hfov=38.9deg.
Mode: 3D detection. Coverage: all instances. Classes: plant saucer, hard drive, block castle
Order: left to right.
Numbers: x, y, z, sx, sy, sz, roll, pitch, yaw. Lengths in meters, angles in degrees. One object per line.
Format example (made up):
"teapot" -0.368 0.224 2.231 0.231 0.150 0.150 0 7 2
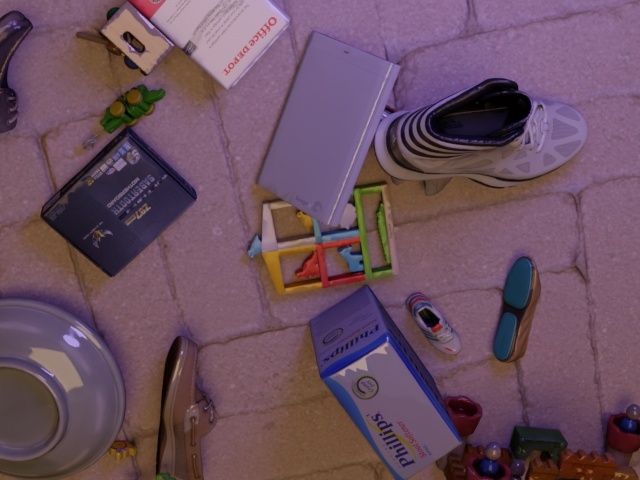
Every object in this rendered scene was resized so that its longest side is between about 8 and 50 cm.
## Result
"plant saucer" -0.583 0.310 1.751 0.400 0.100 0.401 1 108 4
"hard drive" 0.008 -0.206 1.655 0.040 0.203 0.308 6 110 -51
"block castle" 0.477 0.453 1.828 0.452 0.303 0.213 8 112 -8

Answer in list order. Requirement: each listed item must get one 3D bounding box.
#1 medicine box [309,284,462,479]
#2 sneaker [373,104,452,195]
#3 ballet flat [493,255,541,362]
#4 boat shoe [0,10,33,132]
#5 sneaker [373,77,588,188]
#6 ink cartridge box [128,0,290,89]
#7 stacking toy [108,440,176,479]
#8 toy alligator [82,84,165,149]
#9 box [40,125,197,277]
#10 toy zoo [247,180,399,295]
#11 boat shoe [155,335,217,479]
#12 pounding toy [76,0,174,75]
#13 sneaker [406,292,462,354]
"medicine box" 0.118 0.267 1.740 0.149 0.289 0.264 -34 107 5
"sneaker" 0.145 -0.173 1.720 0.262 0.099 0.121 31 105 -12
"ballet flat" 0.411 0.139 1.857 0.073 0.080 0.232 0 111 -35
"boat shoe" -0.602 -0.247 1.618 0.130 0.132 0.355 33 109 -23
"sneaker" 0.344 -0.185 1.595 0.447 0.257 0.169 -7 89 -25
"ink cartridge box" -0.195 -0.411 1.611 0.237 0.100 0.172 41 98 -14
"stacking toy" -0.359 0.520 1.819 0.052 0.221 0.167 -10 111 -40
"toy alligator" -0.371 -0.238 1.674 0.189 0.056 0.051 -32 62 11
"box" -0.377 -0.070 1.701 0.232 0.059 0.183 -41 116 7
"toy zoo" 0.000 0.000 1.786 0.293 0.030 0.193 -10 107 -2
"boat shoe" -0.265 0.344 1.821 0.110 0.122 0.341 4 116 -12
"pounding toy" -0.348 -0.355 1.607 0.141 0.130 0.100 42 88 -16
"sneaker" 0.234 0.181 1.838 0.057 0.075 0.161 -37 106 5
